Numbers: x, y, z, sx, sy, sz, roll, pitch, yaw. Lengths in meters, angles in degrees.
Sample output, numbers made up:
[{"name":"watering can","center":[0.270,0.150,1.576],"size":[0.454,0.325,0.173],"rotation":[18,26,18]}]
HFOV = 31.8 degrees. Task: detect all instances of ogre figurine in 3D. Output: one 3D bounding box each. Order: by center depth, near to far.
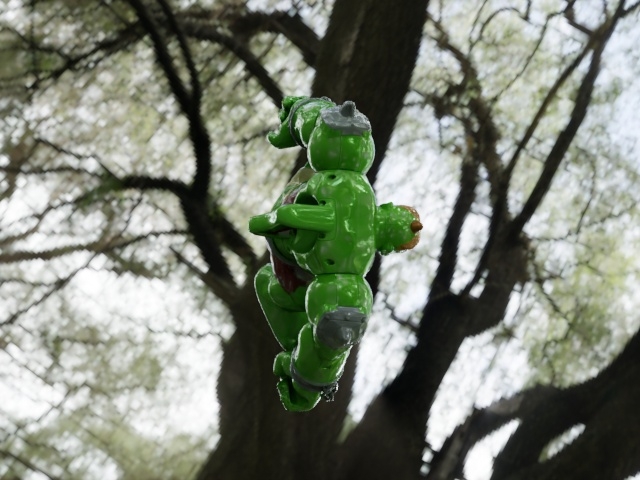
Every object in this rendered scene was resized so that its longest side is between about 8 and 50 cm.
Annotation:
[{"name":"ogre figurine","center":[0.000,0.000,0.679],"size":[0.097,0.197,0.118],"rotation":[23,-14,-12]}]
